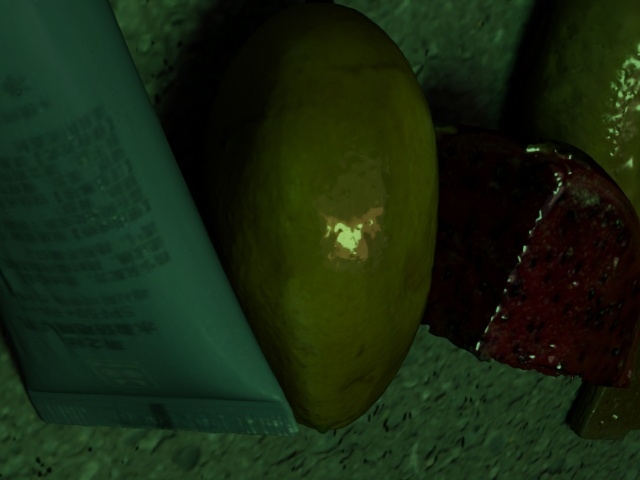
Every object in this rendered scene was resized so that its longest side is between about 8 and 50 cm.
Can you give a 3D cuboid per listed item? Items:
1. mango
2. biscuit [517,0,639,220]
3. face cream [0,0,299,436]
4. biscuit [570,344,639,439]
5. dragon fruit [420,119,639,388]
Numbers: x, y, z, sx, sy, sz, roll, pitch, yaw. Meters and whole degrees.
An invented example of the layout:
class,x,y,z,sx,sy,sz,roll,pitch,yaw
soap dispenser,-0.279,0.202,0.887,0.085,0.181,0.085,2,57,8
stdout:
class,x,y,z,sx,sy,sz,roll,pitch,yaw
mango,0.000,0.000,0.834,0.109,0.147,0.227,-2,124,-3
biscuit,0.240,-0.092,1.015,0.296,0.102,0.296,-25,134,-30
face cream,-0.116,-0.048,0.723,0.086,0.135,0.385,-70,153,-42
biscuit,0.214,0.087,1.175,0.130,0.019,0.119,-34,136,-20
dragon fruit,0.106,0.004,0.935,0.161,0.120,0.127,20,104,-43
